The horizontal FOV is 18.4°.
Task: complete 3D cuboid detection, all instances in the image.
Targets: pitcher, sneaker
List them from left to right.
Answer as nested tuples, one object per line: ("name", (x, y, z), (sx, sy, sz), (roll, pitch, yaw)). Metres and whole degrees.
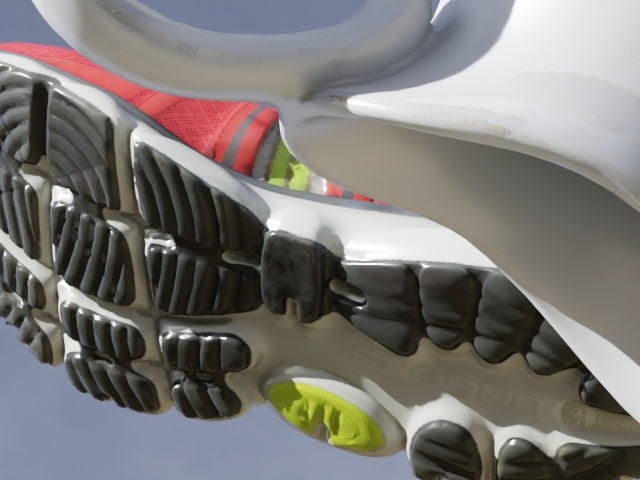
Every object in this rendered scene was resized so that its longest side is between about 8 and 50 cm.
("sneaker", (0.000, 0.000, 0.635), (0.279, 0.118, 0.107), (21, -56, 21))
("pitcher", (0.059, -0.089, 0.351), (0.177, 0.207, 0.125), (30, -11, -12))
